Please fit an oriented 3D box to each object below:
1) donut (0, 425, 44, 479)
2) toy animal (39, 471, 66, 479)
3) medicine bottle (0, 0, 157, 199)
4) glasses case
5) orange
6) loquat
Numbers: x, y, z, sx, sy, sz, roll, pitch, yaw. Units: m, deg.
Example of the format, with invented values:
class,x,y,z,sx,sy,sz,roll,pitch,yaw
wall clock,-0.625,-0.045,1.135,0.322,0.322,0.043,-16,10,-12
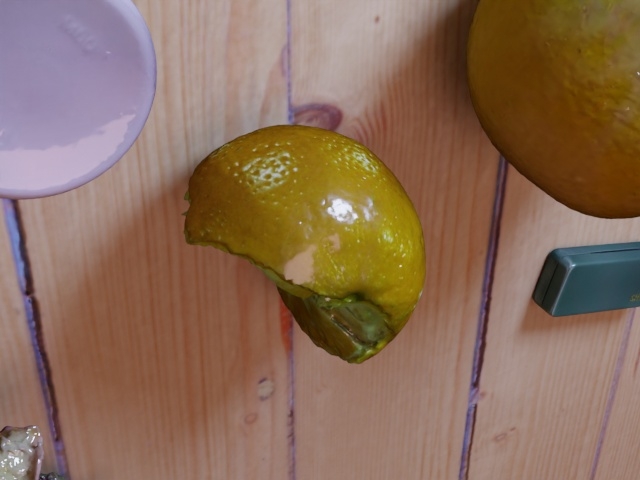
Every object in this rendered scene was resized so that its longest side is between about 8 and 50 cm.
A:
class,x,y,z,sx,sy,sz,roll,pitch,yaw
donut,-0.335,0.188,0.737,0.199,0.085,0.233,-41,134,4
toy animal,-0.229,0.301,0.961,0.086,0.069,0.219,-36,112,-27
medicine bottle,-0.197,-0.136,0.570,0.133,0.249,0.133,-18,130,-23
glasses case,0.347,0.045,1.193,0.184,0.039,0.077,-4,122,-31
orange,0.003,-0.005,0.839,0.158,0.179,0.237,-43,132,3
loquat,0.264,-0.152,0.868,0.275,0.275,0.274,-17,128,-23
